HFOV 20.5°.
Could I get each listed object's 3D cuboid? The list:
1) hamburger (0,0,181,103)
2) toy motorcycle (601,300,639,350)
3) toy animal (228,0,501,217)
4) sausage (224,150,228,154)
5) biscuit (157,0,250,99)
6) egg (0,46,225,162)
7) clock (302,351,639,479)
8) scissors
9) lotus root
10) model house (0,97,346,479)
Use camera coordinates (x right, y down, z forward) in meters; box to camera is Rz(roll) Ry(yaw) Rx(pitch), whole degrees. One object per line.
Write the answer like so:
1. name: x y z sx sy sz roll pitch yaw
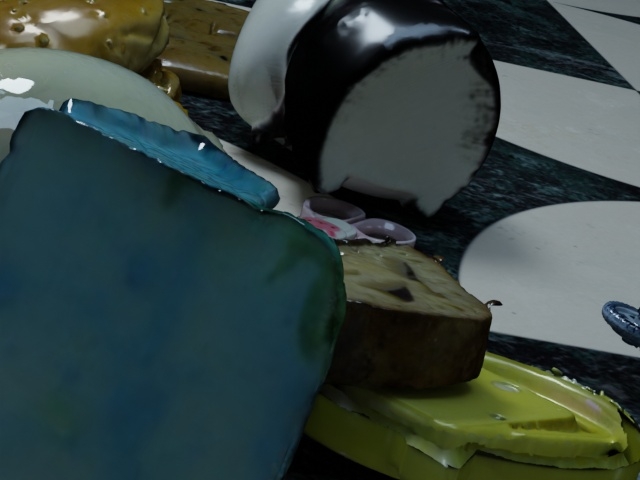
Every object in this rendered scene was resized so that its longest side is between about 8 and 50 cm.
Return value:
1. hamburger: -0.274 -0.145 1.545 0.319 0.158 0.318 -9 21 3
2. toy motorcycle: 0.362 0.120 1.527 0.254 0.092 0.135 33 16 20
3. toy animal: 0.041 -0.174 1.864 0.251 0.251 0.310 4 24 -28
4. sausage: -0.090 0.004 1.474 0.112 0.112 0.328 7 24 -22
5. biscuit: -0.147 -0.246 2.177 0.359 0.046 0.359 13 19 -5
6. egg: -0.186 -0.041 1.289 0.286 0.174 0.264 -1 61 -19
7. clock: 0.094 0.139 1.302 0.293 0.071 0.277 3 16 -40
8. scissors: 0.000 0.000 1.656 0.118 0.030 0.242 23 18 21
9. lotus root: 0.040 0.052 1.294 0.170 0.074 0.261 23 15 37
10. model house: -0.108 0.070 1.122 0.226 0.261 0.241 25 7 2
